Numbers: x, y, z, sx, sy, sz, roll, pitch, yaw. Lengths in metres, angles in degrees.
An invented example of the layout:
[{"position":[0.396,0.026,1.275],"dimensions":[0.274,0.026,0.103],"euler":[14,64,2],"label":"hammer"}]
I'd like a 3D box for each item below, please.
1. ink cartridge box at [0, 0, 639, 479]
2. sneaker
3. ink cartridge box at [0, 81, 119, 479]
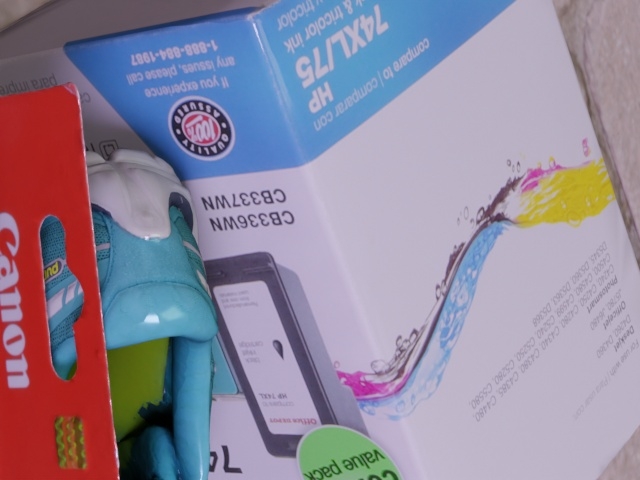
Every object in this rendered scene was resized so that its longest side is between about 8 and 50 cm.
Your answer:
[{"position":[0.000,0.000,0.781],"dimensions":[0.197,0.198,0.270],"euler":[-41,117,-44],"label":"ink cartridge box"},{"position":[-0.096,0.100,0.663],"dimensions":[0.107,0.110,0.275],"euler":[-3,125,-24],"label":"sneaker"},{"position":[-0.153,0.026,0.608],"dimensions":[0.045,0.179,0.145],"euler":[-7,92,-51],"label":"ink cartridge box"}]
